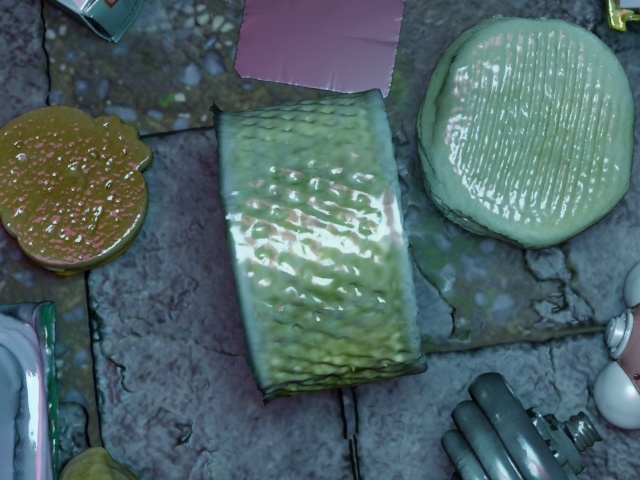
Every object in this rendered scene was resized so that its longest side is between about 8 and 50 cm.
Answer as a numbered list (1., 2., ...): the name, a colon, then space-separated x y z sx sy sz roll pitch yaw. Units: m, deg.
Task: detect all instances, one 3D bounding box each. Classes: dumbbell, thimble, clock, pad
1. dumbbell: 0.068 0.268 1.292 0.406 0.179 0.179 -31 83 -1
2. thimble: 0.000 0.000 1.285 0.150 0.271 0.270 -10 83 1
3. clock: 0.340 0.105 1.340 0.162 0.093 0.165 16 85 8
4. pad: -0.001 -0.203 1.439 0.157 0.003 0.112 10 84 4

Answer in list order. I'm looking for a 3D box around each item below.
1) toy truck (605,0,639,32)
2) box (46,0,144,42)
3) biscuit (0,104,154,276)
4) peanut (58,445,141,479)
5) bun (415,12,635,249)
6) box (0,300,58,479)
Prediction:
1. toy truck: 0.408 -0.242 1.365 0.286 0.111 0.136 2 94 2
2. box: -0.295 -0.296 1.403 0.269 0.135 0.079 33 90 7
3. biscuit: -0.238 -0.054 1.415 0.170 0.050 0.170 0 76 -1
4. peanut: -0.184 0.304 1.340 0.110 0.120 0.236 -15 74 -27
5. bun: 0.186 -0.096 1.365 0.221 0.108 0.221 1 83 -5
6. box: -0.409 0.186 1.337 0.337 0.106 0.264 -3 82 14
